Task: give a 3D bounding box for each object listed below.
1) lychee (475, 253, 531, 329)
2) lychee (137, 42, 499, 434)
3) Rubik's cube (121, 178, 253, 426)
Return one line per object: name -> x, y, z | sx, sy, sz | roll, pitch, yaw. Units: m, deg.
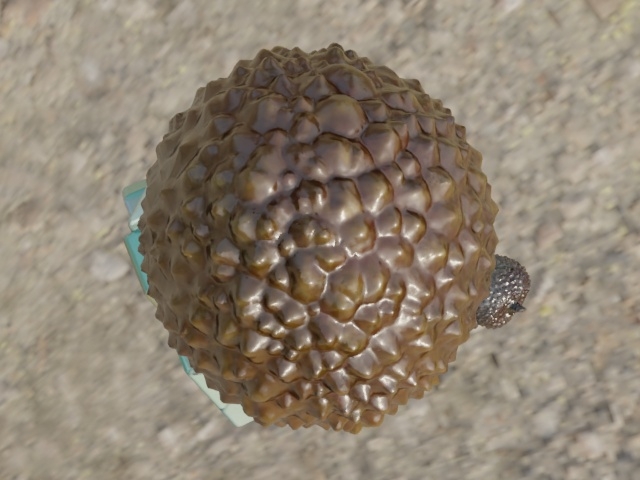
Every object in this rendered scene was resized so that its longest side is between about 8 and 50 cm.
lychee -> 0.154, 0.046, 1.707 | 0.067, 0.083, 0.068 | -26, 129, -48
lychee -> 0.000, 0.000, 0.954 | 0.200, 0.238, 0.200 | -2, 77, 7
Rubik's cube -> -0.044, 0.008, 1.596 | 0.224, 0.265, 0.213 | -27, 59, 2
